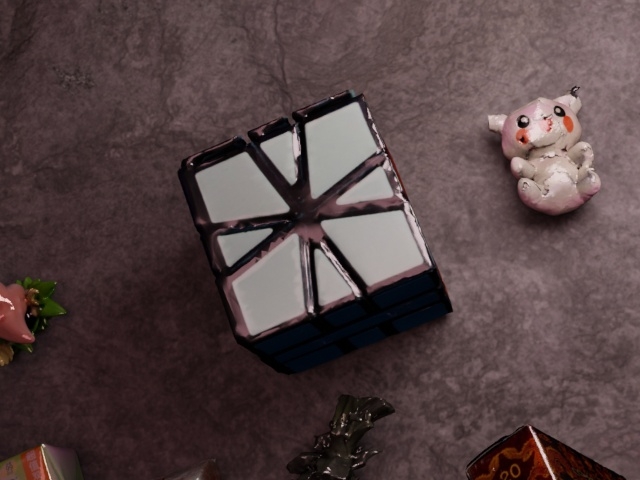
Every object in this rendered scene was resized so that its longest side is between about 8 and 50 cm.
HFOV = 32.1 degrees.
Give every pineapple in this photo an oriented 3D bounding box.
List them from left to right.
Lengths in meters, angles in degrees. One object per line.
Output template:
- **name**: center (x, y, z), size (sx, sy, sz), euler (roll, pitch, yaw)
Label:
- **pineapple**: center (0.009, 0.355, 1.541), size (0.141, 0.170, 0.310), euler (24, 82, 5)

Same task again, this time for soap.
- **soap**: center (-0.438, 0.418, 1.632), size (0.199, 0.138, 0.182), euler (-25, 72, 5)

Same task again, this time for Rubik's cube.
- **Rubik's cube**: center (0.000, 0.000, 1.571), size (0.288, 0.283, 0.293), euler (-21, 69, 7)

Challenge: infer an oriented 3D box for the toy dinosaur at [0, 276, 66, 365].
- **toy dinosaur**: center (-0.491, 0.090, 1.705), size (0.152, 0.177, 0.194), euler (-34, 74, 3)

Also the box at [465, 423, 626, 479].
- **box**: center (0.344, 0.441, 1.320), size (0.116, 0.264, 0.415), euler (-40, 43, 22)

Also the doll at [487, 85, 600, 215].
- **doll**: center (0.334, -0.130, 1.634), size (0.149, 0.095, 0.192), euler (-13, 72, 2)

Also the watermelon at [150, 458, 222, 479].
- **watermelon**: center (-0.224, 0.434, 1.600), size (0.213, 0.201, 0.261), euler (-26, 115, 3)
